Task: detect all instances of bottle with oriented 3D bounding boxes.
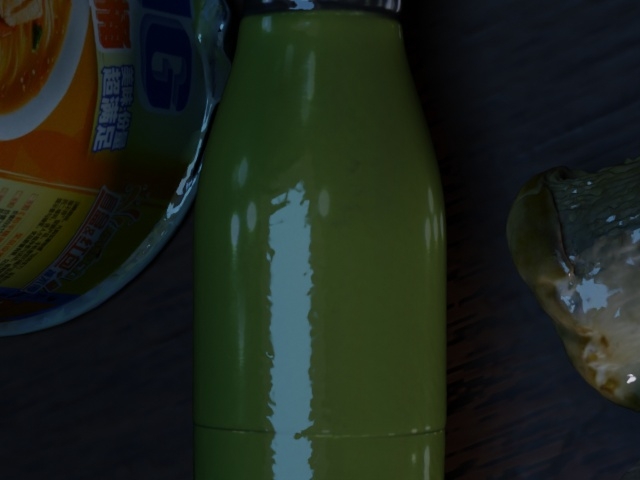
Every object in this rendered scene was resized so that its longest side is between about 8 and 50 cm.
[{"bbox_3d":[0.000,0.000,0.843,0.112,0.112,0.260,0,89,28],"label":"bottle"}]

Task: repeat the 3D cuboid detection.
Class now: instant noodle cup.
[{"bbox_3d":[-0.218,-0.091,0.903,0.296,0.214,0.296,0,90,28],"label":"instant noodle cup"}]

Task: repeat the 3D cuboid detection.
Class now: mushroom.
[{"bbox_3d":[0.239,-0.020,0.729,0.351,0.095,0.122,-14,91,29],"label":"mushroom"}]

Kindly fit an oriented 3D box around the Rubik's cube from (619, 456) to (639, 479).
[{"bbox_3d":[0.169,0.106,0.777,0.075,0.073,0.084,1,121,39],"label":"Rubik's cube"}]
